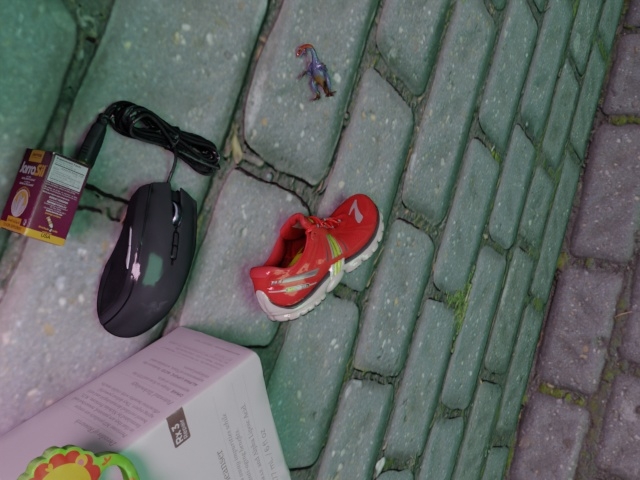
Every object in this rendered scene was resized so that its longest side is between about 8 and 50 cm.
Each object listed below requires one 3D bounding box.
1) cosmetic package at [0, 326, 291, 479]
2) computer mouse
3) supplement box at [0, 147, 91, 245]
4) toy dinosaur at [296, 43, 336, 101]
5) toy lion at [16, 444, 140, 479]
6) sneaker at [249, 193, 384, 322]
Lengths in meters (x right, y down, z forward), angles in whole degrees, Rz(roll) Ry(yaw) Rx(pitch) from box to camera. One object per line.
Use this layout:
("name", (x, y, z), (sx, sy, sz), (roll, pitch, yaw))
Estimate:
("cosmetic package", (-0.226, 0.282, 0.635), (0.385, 0.156, 0.217), (-35, 122, -43))
("computer mouse", (-0.200, -0.022, 0.670), (0.184, 0.060, 0.262), (32, 74, -52))
("supplement box", (-0.268, -0.042, 0.582), (0.043, 0.055, 0.083), (26, 78, -52))
("toy dinosaur", (-0.009, -0.250, 0.888), (0.090, 0.047, 0.082), (-71, 149, -70))
("toy lion", (-0.206, 0.216, 0.512), (0.100, 0.034, 0.096), (-25, 104, -45))
("sneaker", (0.000, 0.000, 0.903), (0.279, 0.107, 0.118), (-48, 124, -37))
